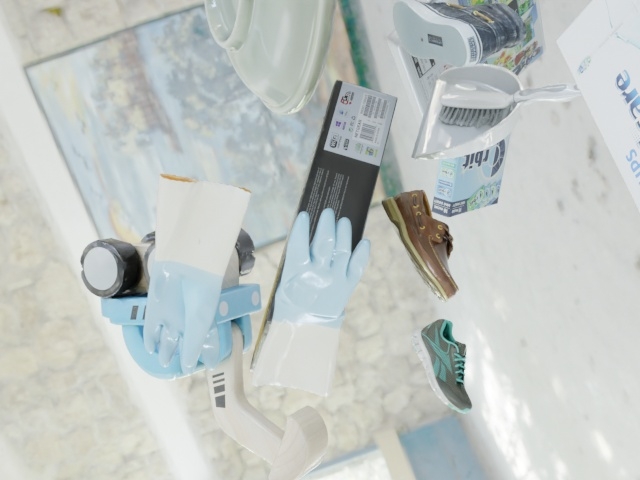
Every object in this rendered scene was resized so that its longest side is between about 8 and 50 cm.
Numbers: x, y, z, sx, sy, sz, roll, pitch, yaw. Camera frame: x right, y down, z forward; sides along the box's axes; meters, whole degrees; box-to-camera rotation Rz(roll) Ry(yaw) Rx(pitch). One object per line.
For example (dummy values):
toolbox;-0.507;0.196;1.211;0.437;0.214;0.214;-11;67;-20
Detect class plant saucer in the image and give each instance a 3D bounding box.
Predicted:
plant saucer;-0.091;-0.372;1.242;0.400;0.100;0.401;174;90;-69

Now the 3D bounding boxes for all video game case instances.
video game case;0.269;-0.346;1.594;0.036;0.300;0.329;44;174;32

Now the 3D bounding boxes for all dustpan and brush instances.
dustpan and brush;0.219;-0.166;1.093;0.060;0.211;0.147;64;-143;-50

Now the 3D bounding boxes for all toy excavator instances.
toy excavator;-0.200;0.203;1.660;0.222;0.432;0.445;-15;-78;-62

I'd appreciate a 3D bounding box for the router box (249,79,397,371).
router box;0.000;0.000;1.096;0.243;0.081;0.309;112;174;-67

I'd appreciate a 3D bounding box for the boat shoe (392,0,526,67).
boat shoe;0.157;-0.245;1.044;0.183;0.083;0.065;-135;30;-55

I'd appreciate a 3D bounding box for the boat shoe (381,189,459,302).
boat shoe;0.129;-0.002;1.085;0.064;0.060;0.178;58;-174;-43

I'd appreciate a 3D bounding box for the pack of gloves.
pack of gloves;-0.065;0.062;0.831;0.046;0.195;0.232;-84;6;-54

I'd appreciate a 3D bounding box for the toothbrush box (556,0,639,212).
toothbrush box;0.342;-0.163;0.661;0.295;0.126;0.216;-51;43;42

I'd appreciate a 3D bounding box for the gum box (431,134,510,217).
gum box;0.257;-0.142;1.505;0.041;0.157;0.184;21;114;36

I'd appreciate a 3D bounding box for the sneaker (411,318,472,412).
sneaker;0.208;0.197;1.453;0.065;0.076;0.166;17;-141;-50
